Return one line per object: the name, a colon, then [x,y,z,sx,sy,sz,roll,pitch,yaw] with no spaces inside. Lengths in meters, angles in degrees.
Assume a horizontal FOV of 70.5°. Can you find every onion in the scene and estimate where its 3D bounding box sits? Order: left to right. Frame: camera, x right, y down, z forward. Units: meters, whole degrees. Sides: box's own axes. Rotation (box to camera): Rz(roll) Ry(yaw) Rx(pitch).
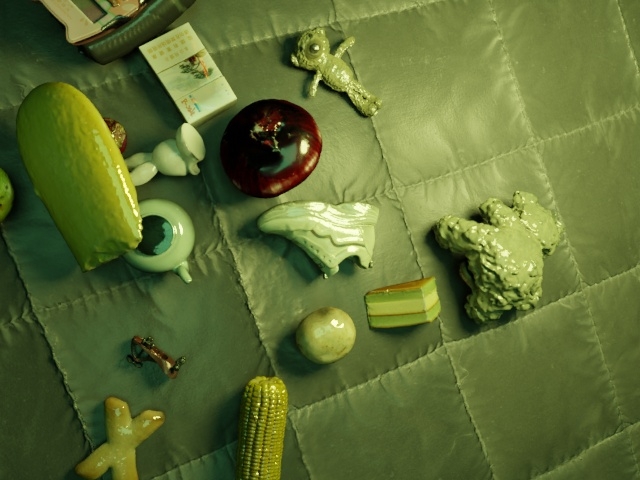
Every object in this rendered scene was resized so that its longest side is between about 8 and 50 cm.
onion: [-0.546,-0.257,1.147,0.107,0.097,0.107,-7,100,-47]
onion: [-0.133,-0.246,1.146,0.272,0.285,0.273,-2,79,8]

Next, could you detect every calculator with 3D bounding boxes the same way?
calculator: [-0.512,-0.615,1.075,0.329,0.048,0.220,-44,89,-10]

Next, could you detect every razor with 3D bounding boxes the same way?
razor: [-0.494,-0.607,1.153,0.349,0.113,0.204,-40,93,-7]

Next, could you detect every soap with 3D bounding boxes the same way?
soap: [-0.572,-0.151,1.070,0.115,0.305,0.428,-33,103,-54]

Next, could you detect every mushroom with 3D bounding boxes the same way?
mushroom: [0.015,0.258,1.235,0.166,0.127,0.166,-4,112,-9]

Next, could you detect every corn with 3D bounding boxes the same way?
corn: [-0.157,0.534,1.185,0.131,0.131,0.345,6,88,-12]

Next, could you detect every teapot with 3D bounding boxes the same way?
teapot: [-0.418,-0.013,1.146,0.193,0.129,0.294,-37,96,-11]

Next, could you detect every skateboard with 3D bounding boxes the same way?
skateboard: [-0.433,0.308,1.176,0.151,0.067,0.080,37,92,-3]

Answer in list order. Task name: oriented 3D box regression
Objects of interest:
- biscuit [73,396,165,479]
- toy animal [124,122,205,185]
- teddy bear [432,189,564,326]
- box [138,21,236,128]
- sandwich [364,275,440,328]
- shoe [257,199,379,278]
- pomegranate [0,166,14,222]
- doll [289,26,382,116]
biscuit: [-0.510,0.521,1.155,0.164,0.047,0.208,23,84,-9]
toy animal: [-0.407,-0.201,1.178,0.220,0.131,0.104,-24,64,12]
teddy bear: [0.560,0.028,1.339,0.367,0.224,0.358,-27,93,-26]
box: [-0.348,-0.432,1.203,0.149,0.067,0.233,-34,96,-10]
sandwich: [0.244,0.184,1.339,0.187,0.144,0.117,-10,91,24]
shoe: [0.000,0.000,1.231,0.341,0.132,0.211,0,86,-15]
pomegranate: [-0.841,-0.108,1.034,0.262,0.211,0.211,18,85,14]
doll: [0.042,-0.464,1.285,0.202,0.091,0.286,-24,104,0]
